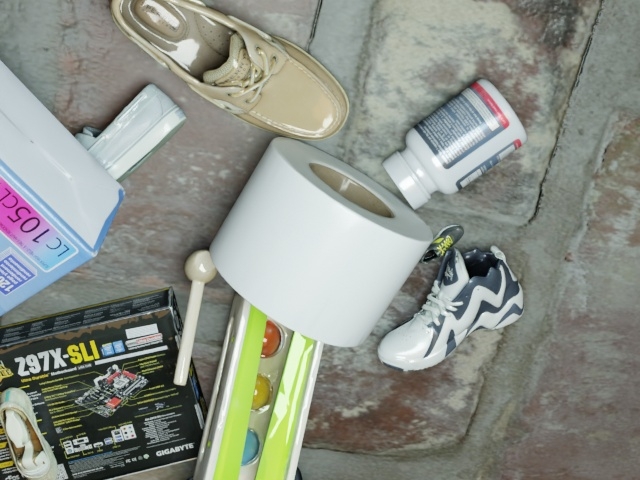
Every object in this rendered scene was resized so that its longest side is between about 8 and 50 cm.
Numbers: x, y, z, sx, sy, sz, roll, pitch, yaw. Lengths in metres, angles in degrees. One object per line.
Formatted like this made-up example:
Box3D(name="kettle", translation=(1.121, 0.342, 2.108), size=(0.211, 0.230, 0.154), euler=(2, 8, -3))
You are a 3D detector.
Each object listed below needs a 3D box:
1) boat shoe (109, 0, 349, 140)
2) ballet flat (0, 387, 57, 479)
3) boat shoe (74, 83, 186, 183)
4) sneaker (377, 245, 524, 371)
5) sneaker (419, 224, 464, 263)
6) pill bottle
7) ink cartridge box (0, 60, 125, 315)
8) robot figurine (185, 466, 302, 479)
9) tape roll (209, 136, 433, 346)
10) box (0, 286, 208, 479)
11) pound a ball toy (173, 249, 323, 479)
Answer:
Box3D(name="boat shoe", translation=(-0.111, -0.217, 1.142), size=(0.341, 0.110, 0.121), euler=(26, 106, -18))
Box3D(name="ballet flat", translation=(-0.410, 0.283, 1.252), size=(0.057, 0.052, 0.168), euler=(-15, 114, -2))
Box3D(name="boat shoe", translation=(-0.281, -0.117, 1.184), size=(0.227, 0.079, 0.081), euler=(-39, 94, 9))
Box3D(name="sneaker", translation=(0.178, 0.084, 1.310), size=(0.235, 0.094, 0.153), euler=(-21, 126, -1))
Box3D(name="sneaker", translation=(0.177, 0.010, 1.325), size=(0.083, 0.035, 0.031), euler=(-36, 114, 6))
Box3D(name="pill bottle", translation=(0.178, -0.126, 1.230), size=(0.180, 0.108, 0.108), euler=(-35, 113, 6))
Box3D(name="ink cartridge box", translation=(-0.478, -0.023, 1.106), size=(0.395, 0.151, 0.270), euler=(-29, 116, 26))
Box3D(name="robot figurine", translation=(-0.137, 0.454, 1.383), size=(0.278, 0.173, 0.209), euler=(-26, 75, 2))
Box3D(name="tape roll", translation=(0.000, 0.000, 1.178), size=(0.246, 0.246, 0.169), euler=(28, 106, -19))
Box3D(name="box", translation=(-0.339, 0.226, 1.310), size=(0.322, 0.079, 0.257), euler=(-14, 112, -3))
Box3D(name="pound a ball toy", translation=(-0.121, 0.187, 1.276), size=(0.208, 0.136, 0.319), euler=(13, 84, -14))
